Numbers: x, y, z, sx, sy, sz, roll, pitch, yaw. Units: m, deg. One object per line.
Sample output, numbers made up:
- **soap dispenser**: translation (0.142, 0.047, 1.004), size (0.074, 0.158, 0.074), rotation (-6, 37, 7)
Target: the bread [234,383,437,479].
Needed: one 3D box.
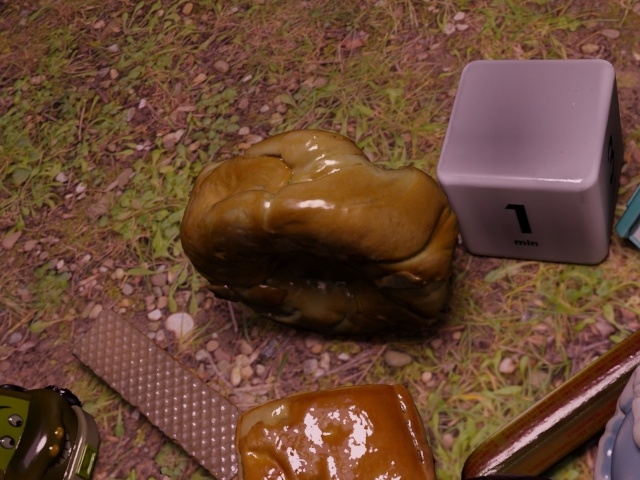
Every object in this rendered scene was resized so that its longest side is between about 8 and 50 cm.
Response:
- **bread**: translation (0.018, 0.273, 1.064), size (0.235, 0.099, 0.210), rotation (-14, 62, 1)

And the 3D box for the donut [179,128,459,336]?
- **donut**: translation (0.000, 0.000, 1.133), size (0.360, 0.360, 0.170), rotation (2, 61, 23)

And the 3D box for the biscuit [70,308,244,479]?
- **biscuit**: translation (-0.214, 0.210, 1.253), size (0.379, 0.054, 0.094), rotation (31, 74, 34)

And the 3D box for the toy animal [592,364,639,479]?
- **toy animal**: translation (0.382, 0.235, 0.896), size (0.208, 0.204, 0.156), rotation (30, 49, 17)

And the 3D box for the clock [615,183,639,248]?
- **clock**: translation (0.506, -0.049, 1.030), size (0.116, 0.262, 0.231), rotation (-8, 45, -37)

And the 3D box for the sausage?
- **sausage**: translation (0.297, 0.200, 1.041), size (0.371, 0.082, 0.082), rotation (-35, 53, 0)

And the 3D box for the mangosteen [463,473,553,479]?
- **mangosteen**: translation (0.166, 0.353, 0.856), size (0.313, 0.297, 0.297), rotation (44, 80, -8)

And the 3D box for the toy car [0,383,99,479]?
- **toy car**: translation (-0.452, 0.272, 1.222), size (0.248, 0.198, 0.204), rotation (0, 59, 21)

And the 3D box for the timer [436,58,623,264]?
- **timer**: translation (0.277, -0.101, 1.160), size (0.194, 0.195, 0.192), rotation (5, 62, 26)
